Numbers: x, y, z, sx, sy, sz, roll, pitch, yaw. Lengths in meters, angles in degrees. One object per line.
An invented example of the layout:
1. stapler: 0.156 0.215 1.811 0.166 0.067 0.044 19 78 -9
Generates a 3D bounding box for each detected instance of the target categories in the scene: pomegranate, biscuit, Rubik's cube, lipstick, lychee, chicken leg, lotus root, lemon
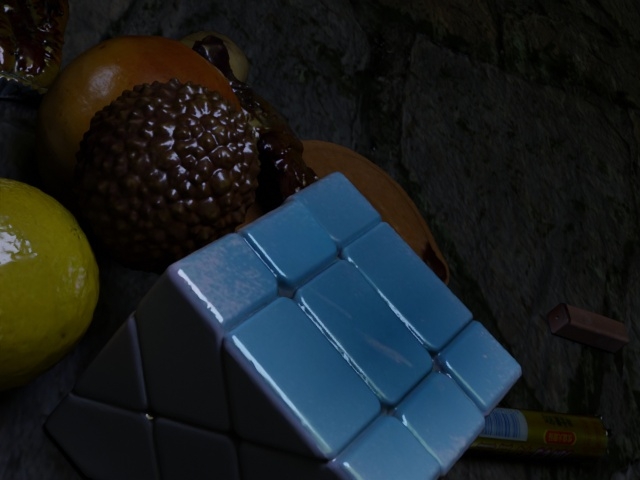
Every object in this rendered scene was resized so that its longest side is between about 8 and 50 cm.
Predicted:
1. pomegranate: -0.225 -0.127 1.374 0.264 0.264 0.264 24 42 -24
2. biscuit: 0.000 -0.001 1.599 0.350 0.078 0.455 44 38 7
3. Rubik's cube: -0.039 0.170 1.195 0.322 0.319 0.316 49 39 8
4. lipstick: 0.453 0.148 1.877 0.145 0.045 0.045 18 43 -29
5. lychee: -0.171 -0.063 1.168 0.200 0.238 0.200 38 41 -43
6. chicken leg: -0.075 -0.130 1.503 0.322 0.083 0.177 59 4 26
7. lotus root: -0.181 -0.235 1.603 0.118 0.125 0.221 66 30 -14
8. lemon: -0.355 0.045 1.100 0.263 0.236 0.236 11 46 -56

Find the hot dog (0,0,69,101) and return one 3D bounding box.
1. hot dog: -0.413 -0.295 1.484 0.163 0.082 0.270 15 47 -30

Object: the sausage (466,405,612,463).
1. sausage: 0.263 0.269 1.571 0.372 0.082 0.082 11 49 -34
